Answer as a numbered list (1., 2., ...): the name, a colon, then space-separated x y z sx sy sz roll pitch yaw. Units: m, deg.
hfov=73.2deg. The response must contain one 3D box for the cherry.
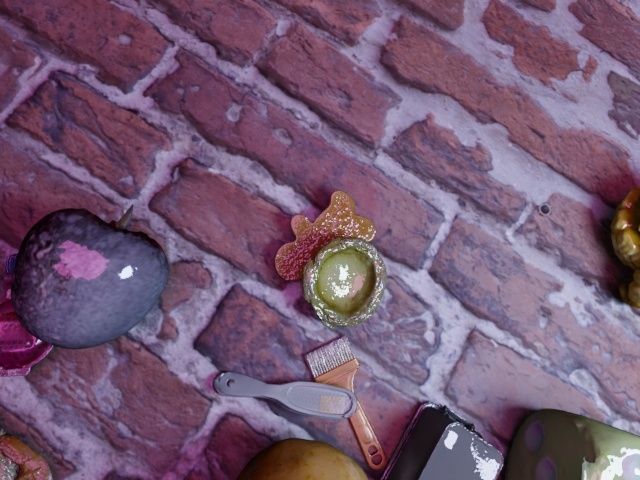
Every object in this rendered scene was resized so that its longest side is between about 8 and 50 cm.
1. cherry: -0.429 0.063 0.815 0.254 0.218 0.297 28 86 -28

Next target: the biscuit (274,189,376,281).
1. biscuit: 0.000 0.000 0.959 0.240 0.035 0.158 -36 94 -9

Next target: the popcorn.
1. popcorn: 0.778 0.001 0.949 0.265 0.225 0.332 39 88 -1

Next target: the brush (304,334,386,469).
1. brush: 0.066 0.345 0.901 0.103 0.013 0.272 -24 81 -10

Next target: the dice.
1. dice: 0.513 0.473 0.791 0.254 0.250 0.252 22 76 1

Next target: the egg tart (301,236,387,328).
1. egg tart: 0.050 0.086 0.914 0.197 0.078 0.197 -1 92 -15

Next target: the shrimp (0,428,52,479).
1. shrimp: -0.576 0.424 0.805 0.115 0.051 0.217 -27 80 -17

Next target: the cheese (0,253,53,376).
1. cheese: -0.598 0.144 0.861 0.154 0.062 0.245 -3 75 -8

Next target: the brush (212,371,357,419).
1. brush: -0.073 0.319 0.878 0.296 0.060 0.068 8 50 8

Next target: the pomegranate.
1. pomegranate: -0.041 0.487 0.716 0.306 0.307 0.308 1 77 -5

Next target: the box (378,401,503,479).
1. box: 0.232 0.452 0.829 0.163 0.135 0.243 34 76 3
